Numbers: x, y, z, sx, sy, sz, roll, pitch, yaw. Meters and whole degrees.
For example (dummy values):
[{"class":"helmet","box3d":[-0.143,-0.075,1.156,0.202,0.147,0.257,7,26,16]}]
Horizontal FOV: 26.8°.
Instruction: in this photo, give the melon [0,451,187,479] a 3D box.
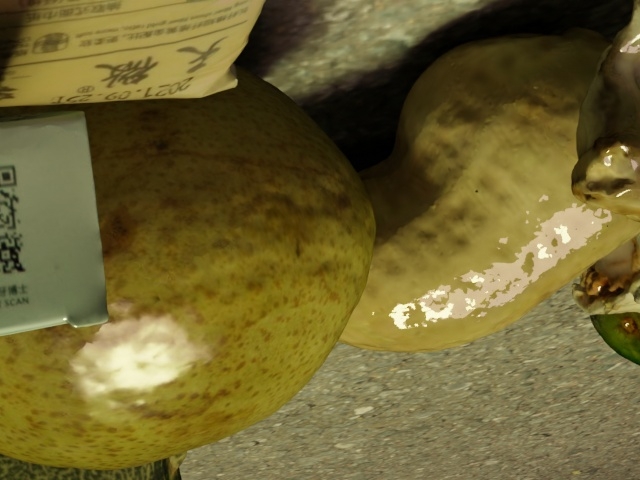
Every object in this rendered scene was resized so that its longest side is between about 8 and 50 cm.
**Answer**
[{"class":"melon","box3d":[-0.247,0.155,0.844,0.329,0.248,0.248,-11,159,3]}]

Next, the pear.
[{"class":"pear","box3d":[-0.099,0.009,0.626,0.211,0.188,0.228,5,154,-36]}]

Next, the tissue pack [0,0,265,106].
[{"class":"tissue pack","box3d":[-0.129,-0.115,0.388,0.257,0.122,0.215,-3,158,-18]}]

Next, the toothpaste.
[{"class":"toothpaste","box3d":[-0.187,-0.009,0.493,0.081,0.067,0.337,-8,-172,-33]}]

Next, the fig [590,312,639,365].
[{"class":"fig","box3d":[0.307,0.045,1.090,0.178,0.117,0.117,-11,161,-35]}]

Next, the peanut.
[{"class":"peanut","box3d":[0.082,-0.024,0.713,0.253,0.137,0.122,-40,180,13]}]

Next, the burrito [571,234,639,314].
[{"class":"burrito","box3d":[0.323,-0.001,0.960,0.299,0.105,0.143,-3,153,-25]}]

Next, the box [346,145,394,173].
[{"class":"box","box3d":[0.000,0.000,0.853,0.230,0.050,0.160,-12,159,-2]}]

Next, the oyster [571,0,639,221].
[{"class":"oyster","box3d":[0.244,-0.110,0.539,0.337,0.133,0.198,-27,165,20]}]
